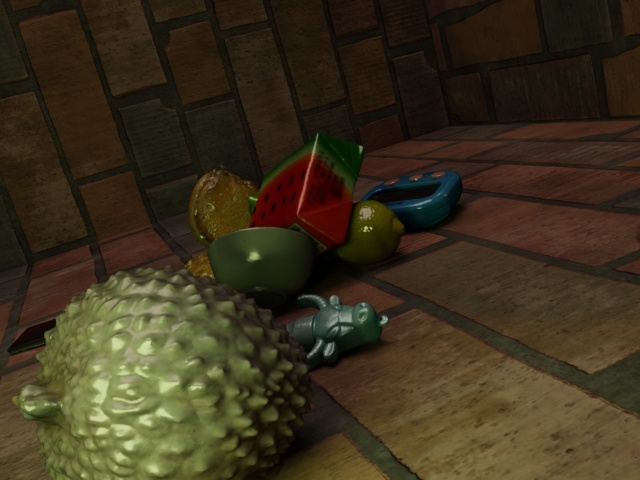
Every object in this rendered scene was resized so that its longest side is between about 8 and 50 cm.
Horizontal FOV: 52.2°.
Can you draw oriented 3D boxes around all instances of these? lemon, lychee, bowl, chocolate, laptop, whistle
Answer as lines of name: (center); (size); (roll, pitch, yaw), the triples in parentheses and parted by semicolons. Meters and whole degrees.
lemon: (0.123, -0.021, 1.869); (0.248, 0.184, 0.184); (-14, 13, 25)
lychee: (-0.215, 0.222, 0.951); (0.432, 0.380, 0.380); (7, -2, -38)
bowl: (-0.151, 0.092, 1.709); (0.289, 0.146, 0.289); (-4, -26, -2)
chocolate: (-0.057, -0.104, 1.897); (0.360, 0.161, 0.341); (-31, 38, 48)
laptop: (-0.877, 0.294, 2.050); (0.154, 0.026, 0.207); (-18, 13, -4)
whistle: (0.013, 0.191, 1.364); (0.274, 0.093, 0.186); (-14, 40, 19)

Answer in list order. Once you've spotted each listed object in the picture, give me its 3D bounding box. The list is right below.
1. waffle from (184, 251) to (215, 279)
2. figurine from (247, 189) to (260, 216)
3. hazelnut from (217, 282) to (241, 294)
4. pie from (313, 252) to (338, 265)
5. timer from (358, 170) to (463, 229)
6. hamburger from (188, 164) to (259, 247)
waffle: (-0.281, 0.069, 2.160); (0.382, 0.095, 0.379); (-21, 16, -11)
figurine: (-0.139, -0.090, 2.327); (0.143, 0.263, 0.162); (-58, 2, 12)
hazelnut: (-0.245, 0.208, 1.361); (0.261, 0.241, 0.261); (-12, -15, -3)
pie: (0.000, 0.000, 2.033); (0.182, 0.049, 0.182); (-3, 51, 4)
timer: (0.296, -0.129, 2.193); (0.340, 0.115, 0.309); (-6, 23, 33)
hamburger: (-0.357, -0.114, 2.470); (0.290, 0.314, 0.170); (16, -13, -40)
